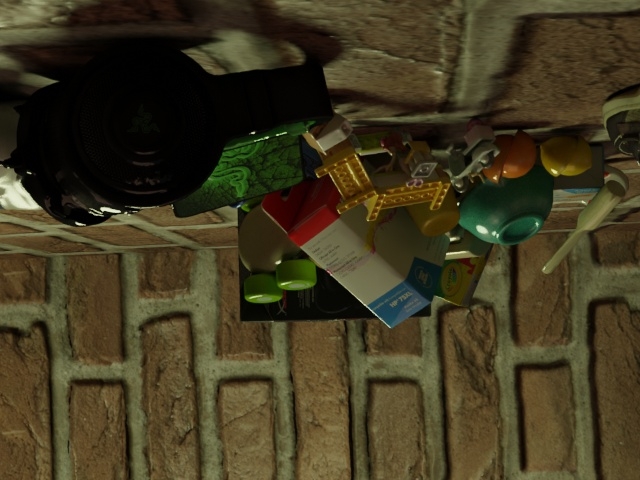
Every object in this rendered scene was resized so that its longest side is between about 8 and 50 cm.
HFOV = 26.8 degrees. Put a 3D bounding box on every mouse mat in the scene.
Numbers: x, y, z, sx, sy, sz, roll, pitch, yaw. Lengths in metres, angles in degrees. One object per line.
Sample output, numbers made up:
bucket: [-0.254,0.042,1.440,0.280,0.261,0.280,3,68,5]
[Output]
mouse mat: [-0.091,-0.081,1.412,0.152,0.007,0.190,-17,156,-5]

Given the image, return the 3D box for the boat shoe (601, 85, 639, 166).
boat shoe: [0.351,-0.107,1.350,0.103,0.092,0.285,0,175,-5]

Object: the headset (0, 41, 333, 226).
headset: [-0.168,-0.057,1.119,0.394,0.185,0.243,-13,-179,-30]

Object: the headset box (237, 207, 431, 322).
headset box: [0.034,0.007,1.927,0.293,0.218,0.110,-1,177,-30]

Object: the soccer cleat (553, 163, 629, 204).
soccer cleat: [0.379,-0.084,2.002,0.196,0.068,0.076,-9,-167,44]

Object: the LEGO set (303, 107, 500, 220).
LEGO set: [0.052,-0.105,1.447,0.287,0.107,0.132,7,136,-41]

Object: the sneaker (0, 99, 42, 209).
sneaker: [-0.351,-0.066,1.285,0.182,0.127,0.315,3,172,-34]

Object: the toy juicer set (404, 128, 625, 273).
toy juicer set: [0.266,-0.068,1.702,0.209,0.089,0.329,-40,144,28]

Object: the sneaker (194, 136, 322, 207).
sneaker: [-0.089,-0.079,1.543,0.221,0.087,0.083,1,175,-40]

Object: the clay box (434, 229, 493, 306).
clay box: [0.231,-0.014,1.965,0.053,0.222,0.127,21,-179,12]

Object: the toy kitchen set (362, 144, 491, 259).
toy kitchen set: [0.143,-0.085,1.805,0.122,0.166,0.207,-7,138,41]

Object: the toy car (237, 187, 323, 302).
toy car: [0.000,0.000,1.775,0.188,0.155,0.149,7,161,-34]

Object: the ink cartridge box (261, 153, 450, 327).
ink cartridge box: [0.046,-0.019,1.663,0.078,0.231,0.134,-36,-160,36]

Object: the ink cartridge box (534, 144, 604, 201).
ink cartridge box: [0.330,-0.088,1.848,0.104,0.062,0.181,-2,176,6]
